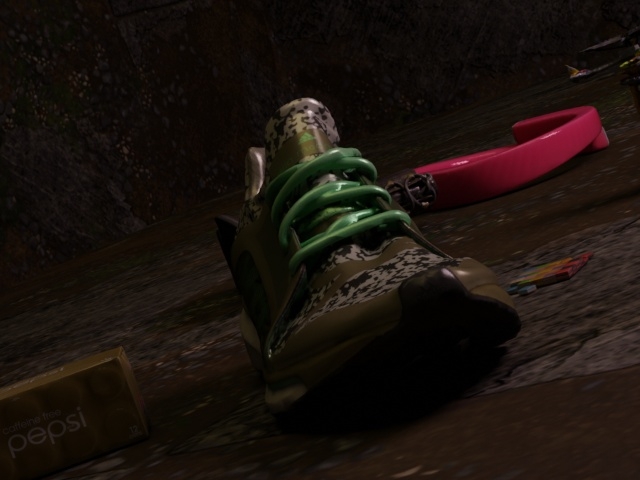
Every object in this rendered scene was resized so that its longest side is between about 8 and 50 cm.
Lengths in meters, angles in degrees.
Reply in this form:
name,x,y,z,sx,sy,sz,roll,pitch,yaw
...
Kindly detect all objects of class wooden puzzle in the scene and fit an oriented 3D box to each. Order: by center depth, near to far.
name,x,y,z,sx,sy,sz,roll,pitch,yaw
wooden puzzle,0.163,0.024,1.195,0.049,0.006,0.083,-17,7,27

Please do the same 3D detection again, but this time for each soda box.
name,x,y,z,sx,sy,sz,roll,pitch,yaw
soda box,-0.211,0.133,1.146,0.181,0.061,0.058,-20,5,-4

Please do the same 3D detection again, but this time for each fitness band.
name,x,y,z,sx,sy,sz,roll,pitch,yaw
fitness band,0.204,-0.092,1.911,0.209,0.054,0.291,-22,5,-24

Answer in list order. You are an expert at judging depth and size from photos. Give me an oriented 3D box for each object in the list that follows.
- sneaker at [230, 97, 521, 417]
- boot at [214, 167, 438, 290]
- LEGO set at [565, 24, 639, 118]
name,x,y,z,sx,sy,sz,roll,pitch,yaw
sneaker,0.000,0.000,1.085,0.158,0.182,0.410,-21,6,-12
boot,0.012,-0.022,1.709,0.229,0.091,0.263,-21,4,-6
LEGO set,0.399,-0.187,1.449,0.331,0.192,0.255,-24,7,-34
